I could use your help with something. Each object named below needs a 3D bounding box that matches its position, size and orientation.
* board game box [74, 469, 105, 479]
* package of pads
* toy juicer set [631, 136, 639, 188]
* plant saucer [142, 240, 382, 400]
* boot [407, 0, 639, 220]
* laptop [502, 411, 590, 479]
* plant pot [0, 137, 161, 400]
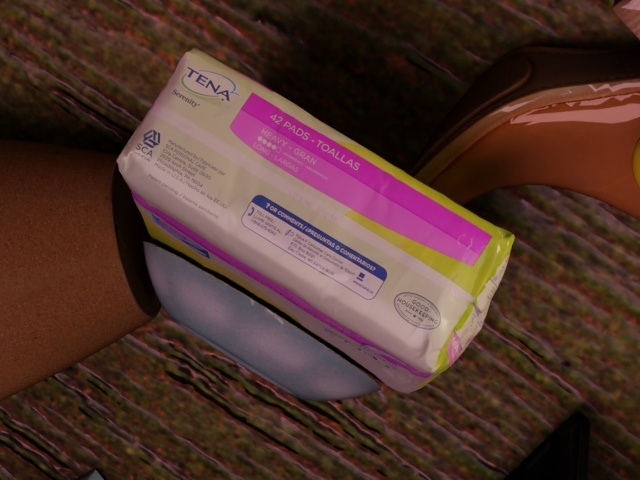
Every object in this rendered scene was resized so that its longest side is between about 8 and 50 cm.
[{"bbox_3d":[-0.172,0.351,1.508,0.142,0.144,0.275,-31,103,32],"label":"board game box"},{"bbox_3d":[0.000,0.000,1.179,0.229,0.296,0.101,31,83,3],"label":"package of pads"},{"bbox_3d":[0.285,-0.078,1.063,0.209,0.089,0.329,2,116,14],"label":"toy juicer set"},{"bbox_3d":[-0.049,0.066,1.287,0.195,0.195,0.037,31,83,2],"label":"plant saucer"},{"bbox_3d":[0.205,-0.042,1.185,0.283,0.109,0.220,-37,104,25],"label":"boot"},{"bbox_3d":[0.148,0.413,1.287,0.236,0.408,0.382,30,127,-13],"label":"laptop"},{"bbox_3d":[-0.249,0.022,1.326,0.254,0.237,0.237,-10,114,10],"label":"plant pot"}]
